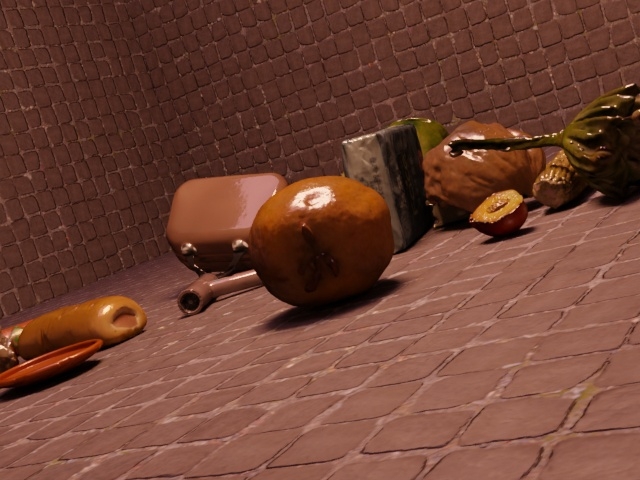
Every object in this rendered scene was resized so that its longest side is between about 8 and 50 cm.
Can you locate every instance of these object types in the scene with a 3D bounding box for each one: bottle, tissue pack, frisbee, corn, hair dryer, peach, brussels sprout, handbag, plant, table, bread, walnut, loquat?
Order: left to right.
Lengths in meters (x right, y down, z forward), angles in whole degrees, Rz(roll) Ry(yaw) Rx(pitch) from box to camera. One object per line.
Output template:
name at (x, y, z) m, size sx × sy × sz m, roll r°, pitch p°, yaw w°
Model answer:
bottle at (-0.645, 0.209, 2.121) m, size 0.187 × 0.069 × 0.069 m, roll -23°, pitch 7°, yaw -34°
frisbee at (-0.454, 0.214, 1.586) m, size 0.192 × 0.035 × 0.192 m, roll -18°, pitch 4°, yaw 1°
bread at (-0.473, 0.170, 1.855) m, size 0.305 × 0.091 × 0.142 m, roll -15°, pitch 11°, yaw 39°
handbag at (-0.211, -0.016, 2.185) m, size 0.301 × 0.149 × 0.283 m, roll -2°, pitch 50°, yaw 21°
hair dryer at (-0.161, 0.091, 1.891) m, size 0.220 × 0.054 × 0.195 m, roll -11°, pitch 7°, yaw 7°
loquat at (0.000, 0.000, 1.425) m, size 0.238 × 0.193 × 0.238 m, roll -11°, pitch 8°, yaw 2°
tissue pack at (0.139, -0.108, 1.874) m, size 0.103 × 0.228 × 0.315 m, roll -12°, pitch 7°, yaw 19°
brussels sprout at (0.182, -0.150, 2.173) m, size 0.294 × 0.227 × 0.259 m, roll -46°, pitch 3°, yaw 7°
table at (0.267, -0.068, 1.930) m, size 0.083 × 0.062 × 0.079 m, roll -16°, pitch 6°, yaw 19°
walnut at (0.300, -0.140, 1.791) m, size 0.238 × 0.141 × 0.204 m, roll -22°, pitch 37°, yaw 19°
peach at (0.293, -0.036, 1.527) m, size 0.098 × 0.061 × 0.098 m, roll -31°, pitch 21°, yaw 13°
corn at (0.446, -0.117, 1.718) m, size 0.086 × 0.086 × 0.288 m, roll -15°, pitch 8°, yaw 30°
plant at (0.423, -0.195, 1.591) m, size 0.333 × 0.180 × 0.251 m, roll 23°, pitch 22°, yaw 39°

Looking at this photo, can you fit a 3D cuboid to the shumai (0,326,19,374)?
shumai at (-0.616, 0.213, 1.723) m, size 0.201 × 0.120 × 0.201 m, roll -38°, pitch 34°, yaw 32°

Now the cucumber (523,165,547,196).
cucumber at (0.427, -0.115, 1.958) m, size 0.181 × 0.053 × 0.053 m, roll -18°, pitch 4°, yaw 37°
